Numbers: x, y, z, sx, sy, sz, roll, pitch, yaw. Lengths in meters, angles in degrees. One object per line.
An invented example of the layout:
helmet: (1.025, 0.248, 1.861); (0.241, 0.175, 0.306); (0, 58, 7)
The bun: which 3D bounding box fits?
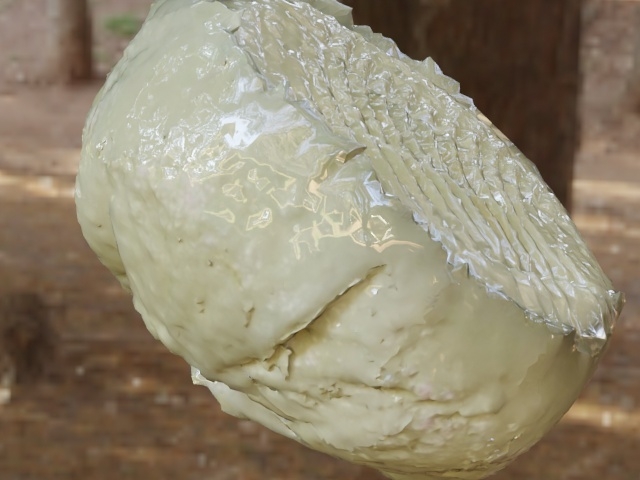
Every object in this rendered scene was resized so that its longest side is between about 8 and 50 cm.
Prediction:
bun: (0.000, 0.000, 0.798); (0.259, 0.152, 0.259); (35, 19, -14)
